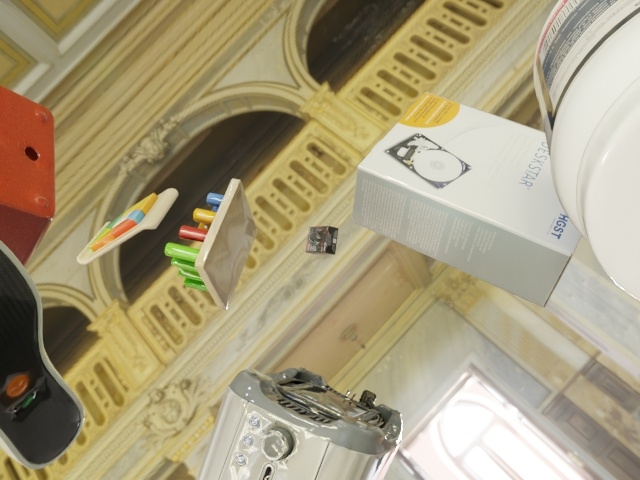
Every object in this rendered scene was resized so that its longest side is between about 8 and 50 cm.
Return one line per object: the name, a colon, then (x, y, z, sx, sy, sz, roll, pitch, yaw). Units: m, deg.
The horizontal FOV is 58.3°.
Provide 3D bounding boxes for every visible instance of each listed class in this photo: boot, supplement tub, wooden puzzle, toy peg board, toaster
boot: (-0.301, 0.067, 0.456, 0.088, 0.176, 0.244, -46, -34, -42)
supplement tub: (0.254, -0.093, 0.394, 0.272, 0.191, 0.191, -67, -4, -54)
wooden puzzle: (-0.499, -0.046, 1.485, 0.238, 0.221, 0.044, -24, -65, 17)
toy peg board: (-0.177, 0.003, 0.934, 0.161, 0.079, 0.161, 83, -158, -60)
toaster: (-0.016, 0.192, 0.471, 0.146, 0.129, 0.227, -67, -18, -5)

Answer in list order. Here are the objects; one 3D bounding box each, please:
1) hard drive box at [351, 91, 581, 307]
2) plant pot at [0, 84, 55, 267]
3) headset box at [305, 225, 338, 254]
hard drive box: (0.180, -0.057, 0.651, 0.181, 0.232, 0.089, -50, -24, -37)
plant pot: (-0.495, -0.082, 0.740, 0.235, 0.267, 0.267, -26, -28, 25)
headset box: (0.000, 0.000, 1.303, 0.032, 0.083, 0.062, 13, -98, -39)
